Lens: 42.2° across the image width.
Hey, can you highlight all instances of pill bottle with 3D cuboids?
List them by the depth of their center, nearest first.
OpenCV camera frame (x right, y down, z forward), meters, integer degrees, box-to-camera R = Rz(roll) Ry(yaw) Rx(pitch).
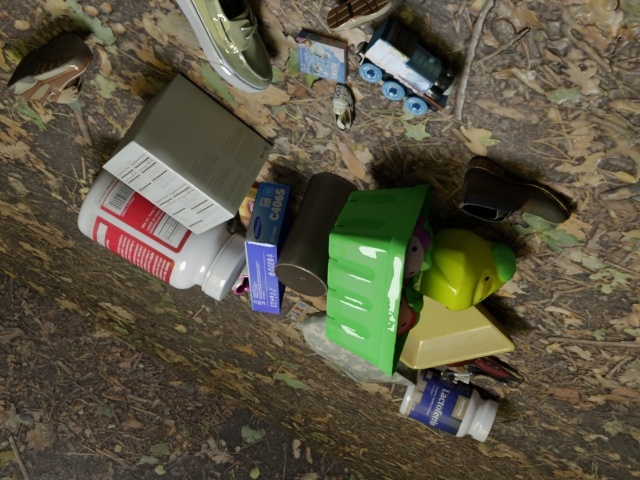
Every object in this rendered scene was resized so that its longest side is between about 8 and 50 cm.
[{"bbox_3d":[-0.387,-0.021,2.113,0.408,0.229,0.229,30,153,4],"label":"pill bottle"},{"bbox_3d":[0.382,0.491,2.460,0.265,0.153,0.153,20,152,10],"label":"pill bottle"}]

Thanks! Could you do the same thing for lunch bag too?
[{"bbox_3d":[0.117,0.270,2.288,0.235,0.168,0.287,-7,143,47],"label":"lunch bag"}]

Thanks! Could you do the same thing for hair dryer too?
[{"bbox_3d":[0.428,0.317,2.236,0.224,0.080,0.293,1,152,12],"label":"hair dryer"}]

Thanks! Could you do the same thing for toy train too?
[{"bbox_3d":[0.148,-0.287,1.394,0.184,0.080,0.105,34,146,-14],"label":"toy train"}]

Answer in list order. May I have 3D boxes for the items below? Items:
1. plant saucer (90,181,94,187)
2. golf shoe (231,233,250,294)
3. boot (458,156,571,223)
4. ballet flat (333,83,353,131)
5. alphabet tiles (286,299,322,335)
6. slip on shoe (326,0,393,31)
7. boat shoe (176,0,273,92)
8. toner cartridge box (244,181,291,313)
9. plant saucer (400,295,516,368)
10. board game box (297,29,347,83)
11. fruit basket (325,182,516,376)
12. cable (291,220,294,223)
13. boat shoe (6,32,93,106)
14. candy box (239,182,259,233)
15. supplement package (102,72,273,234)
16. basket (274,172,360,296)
[{"bbox_3d":[-0.550,-0.115,2.328,0.199,0.036,0.198,21,153,11],"label":"plant saucer"},{"bbox_3d":[-0.246,0.064,2.272,0.306,0.140,0.115,18,153,19],"label":"golf shoe"},{"bbox_3d":[0.363,-0.062,1.567,0.219,0.106,0.082,27,153,0],"label":"boot"},{"bbox_3d":[0.043,-0.249,1.588,0.041,0.041,0.114,16,151,18],"label":"ballet flat"},{"bbox_3d":[-0.010,0.266,2.561,0.198,0.009,0.237,28,152,-5],"label":"alphabet tiles"},{"bbox_3d":[0.071,-0.375,1.349,0.135,0.051,0.041,-18,170,43],"label":"slip on shoe"},{"bbox_3d":[-0.163,-0.384,1.460,0.094,0.109,0.302,-1,139,38],"label":"boat shoe"},{"bbox_3d":[-0.119,0.026,1.962,0.075,0.165,0.347,8,149,3],"label":"toner cartridge box"},{"bbox_3d":[0.265,0.181,2.060,0.333,0.081,0.333,-21,128,41],"label":"plant saucer"},{"bbox_3d":[0.005,-0.331,1.498,0.090,0.020,0.090,18,151,13],"label":"board game box"},{"bbox_3d":[0.214,0.078,1.726,0.392,0.283,0.391,11,129,14],"label":"fruit basket"},{"bbox_3d":[-0.019,0.017,2.108,0.151,0.047,0.184,15,149,10],"label":"cable"},{"bbox_3d":[-0.578,-0.370,1.840,0.116,0.123,0.324,37,158,-34],"label":"boat shoe"},{"bbox_3d":[-0.143,-0.066,2.049,0.109,0.053,0.186,20,151,11],"label":"candy box"},{"bbox_3d":[-0.289,-0.182,1.812,0.263,0.199,0.198,37,151,-20],"label":"supplement package"},{"bbox_3d":[0.000,0.000,1.853,0.154,0.226,0.204,14,151,23],"label":"basket"}]
